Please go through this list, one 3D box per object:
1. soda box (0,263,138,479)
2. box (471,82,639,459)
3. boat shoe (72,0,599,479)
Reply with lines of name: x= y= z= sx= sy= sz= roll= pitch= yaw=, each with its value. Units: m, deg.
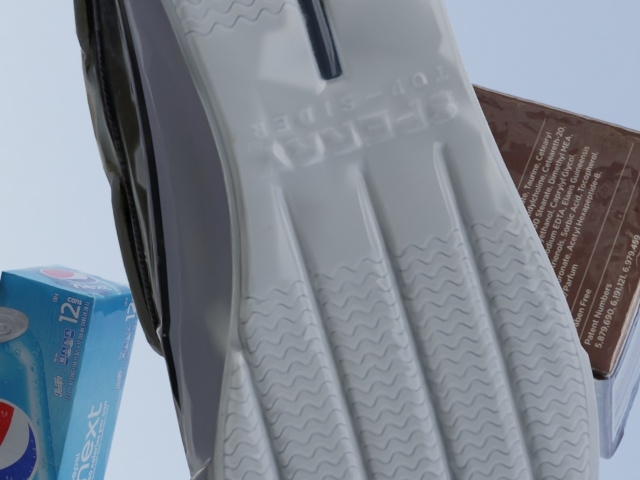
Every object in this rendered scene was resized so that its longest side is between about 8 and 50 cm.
soda box: x=-0.171 y=0.124 z=1.129 sx=0.067 sy=0.071 sz=0.210 roll=14 pitch=-83 yaw=18
box: x=0.121 y=0.015 z=1.205 sx=0.168 sy=0.203 sz=0.167 roll=72 pitch=39 yaw=-65
boat shoe: x=0.000 y=0.000 z=0.570 sx=0.119 sy=0.121 sz=0.335 roll=-177 pitch=-104 yaw=-75
